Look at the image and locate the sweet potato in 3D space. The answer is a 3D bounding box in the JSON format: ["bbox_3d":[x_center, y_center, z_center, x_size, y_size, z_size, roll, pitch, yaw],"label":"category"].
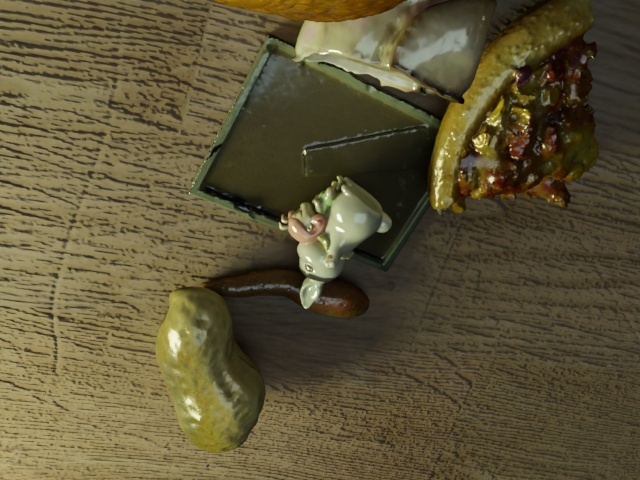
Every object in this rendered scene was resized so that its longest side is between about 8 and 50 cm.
[{"bbox_3d":[-0.037,0.062,1.033,0.214,0.050,0.050,10,116,-16],"label":"sweet potato"}]

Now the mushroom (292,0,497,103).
[{"bbox_3d":[0.070,-0.234,0.805,0.162,0.236,0.173,11,101,-8],"label":"mushroom"}]

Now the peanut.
[{"bbox_3d":[-0.131,0.154,1.018,0.110,0.120,0.236,-28,126,-30],"label":"peanut"}]

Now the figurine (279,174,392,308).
[{"bbox_3d":[0.001,-0.004,0.977,0.098,0.081,0.146,47,109,11],"label":"figurine"}]

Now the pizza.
[{"bbox_3d":[0.250,-0.127,0.972,0.229,0.081,0.289,27,103,-35],"label":"pizza"}]

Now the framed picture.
[{"bbox_3d":[0.016,-0.089,0.973,0.281,0.019,0.209,23,111,-26],"label":"framed picture"}]

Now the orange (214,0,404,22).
[{"bbox_3d":[-0.014,-0.349,0.629,0.322,0.322,0.356,-3,95,-14],"label":"orange"}]
